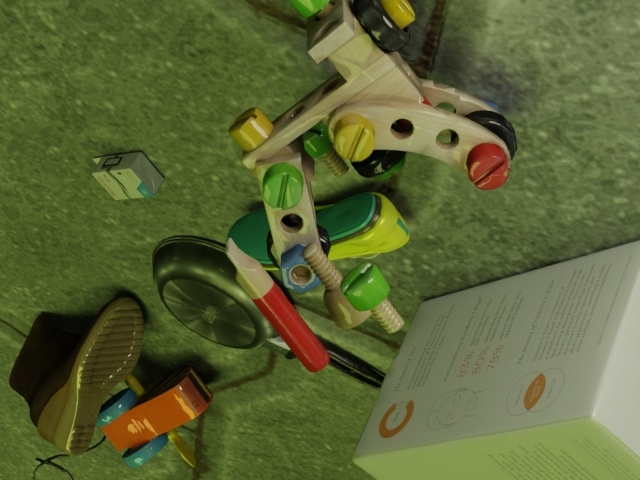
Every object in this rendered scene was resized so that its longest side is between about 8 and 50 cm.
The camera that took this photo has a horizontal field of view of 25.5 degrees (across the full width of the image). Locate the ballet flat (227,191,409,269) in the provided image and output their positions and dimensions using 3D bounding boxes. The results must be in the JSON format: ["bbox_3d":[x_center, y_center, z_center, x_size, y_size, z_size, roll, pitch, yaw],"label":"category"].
[{"bbox_3d":[0.000,0.000,1.513,0.231,0.077,0.077,-11,149,43],"label":"ballet flat"}]

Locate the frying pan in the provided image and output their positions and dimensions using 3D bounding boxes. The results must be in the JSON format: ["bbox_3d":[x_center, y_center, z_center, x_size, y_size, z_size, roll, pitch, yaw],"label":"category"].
[{"bbox_3d":[-0.084,0.113,1.762,0.326,0.053,0.197,45,145,-22],"label":"frying pan"}]

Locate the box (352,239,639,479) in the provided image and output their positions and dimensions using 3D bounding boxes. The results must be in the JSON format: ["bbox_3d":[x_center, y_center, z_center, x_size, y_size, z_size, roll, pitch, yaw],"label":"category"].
[{"bbox_3d":[0.229,0.160,1.432,0.168,0.215,0.345,41,146,-22],"label":"box"}]

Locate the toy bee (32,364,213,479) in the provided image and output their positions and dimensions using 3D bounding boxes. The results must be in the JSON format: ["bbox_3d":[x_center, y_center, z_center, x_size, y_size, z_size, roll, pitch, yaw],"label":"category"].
[{"bbox_3d":[-0.266,0.239,2.011,0.298,0.162,0.195,-9,110,22],"label":"toy bee"}]

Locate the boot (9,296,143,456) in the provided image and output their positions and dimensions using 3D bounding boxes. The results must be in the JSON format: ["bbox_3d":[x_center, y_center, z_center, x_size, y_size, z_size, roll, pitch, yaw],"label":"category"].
[{"bbox_3d":[-0.347,0.149,1.940,0.090,0.248,0.207,11,-161,-41],"label":"boot"}]

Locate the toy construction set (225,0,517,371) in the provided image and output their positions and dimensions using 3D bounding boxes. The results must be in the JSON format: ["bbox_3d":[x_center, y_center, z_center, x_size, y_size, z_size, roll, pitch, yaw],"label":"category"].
[{"bbox_3d":[-0.002,-0.079,1.202,0.257,0.308,0.237,-15,125,37],"label":"toy construction set"}]

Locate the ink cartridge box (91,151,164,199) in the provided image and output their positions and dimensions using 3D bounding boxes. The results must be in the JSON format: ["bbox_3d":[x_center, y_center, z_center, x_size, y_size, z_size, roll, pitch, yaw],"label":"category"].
[{"bbox_3d":[-0.225,-0.072,1.609,0.083,0.028,0.048,-4,137,40],"label":"ink cartridge box"}]
